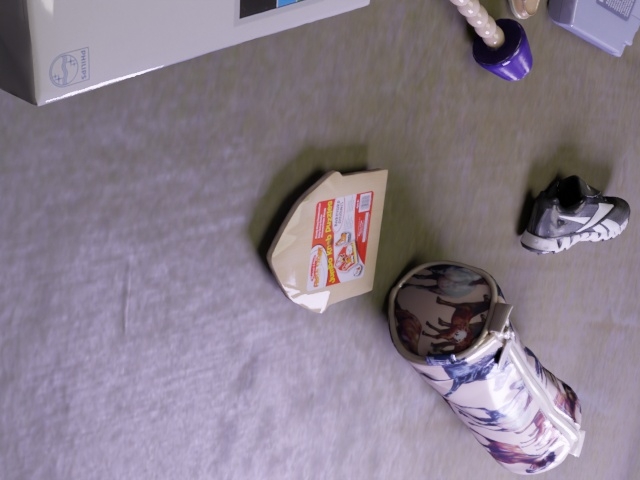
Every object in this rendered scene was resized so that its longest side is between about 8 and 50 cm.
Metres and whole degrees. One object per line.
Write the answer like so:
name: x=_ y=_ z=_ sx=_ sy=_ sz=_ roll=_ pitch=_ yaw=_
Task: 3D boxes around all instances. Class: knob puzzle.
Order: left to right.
knob puzzle: x=0.000 y=0.000 z=1.860 sx=0.213 sy=0.030 sz=0.213 roll=-23 pitch=125 yaw=-39

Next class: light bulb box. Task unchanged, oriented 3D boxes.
light bulb box: x=-0.198 y=-0.308 z=1.251 sx=0.361 sy=0.358 sz=0.225 roll=-23 pitch=126 yaw=-37

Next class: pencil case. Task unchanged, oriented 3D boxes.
pencil case: x=0.250 y=0.193 z=2.103 sx=0.160 sy=0.183 sz=0.410 roll=-55 pitch=139 yaw=-13

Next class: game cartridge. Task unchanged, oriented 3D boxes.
game cartridge: x=0.429 y=-0.430 z=2.097 sx=0.198 sy=0.062 sz=0.297 roll=17 pitch=95 yaw=-45

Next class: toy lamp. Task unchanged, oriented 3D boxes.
toy lamp: x=0.198 y=-0.297 z=1.897 sx=0.080 sy=0.080 sz=0.275 roll=-58 pitch=137 yaw=-10

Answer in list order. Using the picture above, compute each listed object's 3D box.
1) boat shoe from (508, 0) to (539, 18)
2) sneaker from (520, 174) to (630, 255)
boat shoe: x=0.288 y=-0.372 z=1.976 sx=0.056 sy=0.048 sz=0.153 roll=-15 pitch=118 yaw=-42
sneaker: x=0.400 y=-0.051 z=2.225 sx=0.234 sy=0.078 sz=0.106 roll=-15 pitch=121 yaw=-40
